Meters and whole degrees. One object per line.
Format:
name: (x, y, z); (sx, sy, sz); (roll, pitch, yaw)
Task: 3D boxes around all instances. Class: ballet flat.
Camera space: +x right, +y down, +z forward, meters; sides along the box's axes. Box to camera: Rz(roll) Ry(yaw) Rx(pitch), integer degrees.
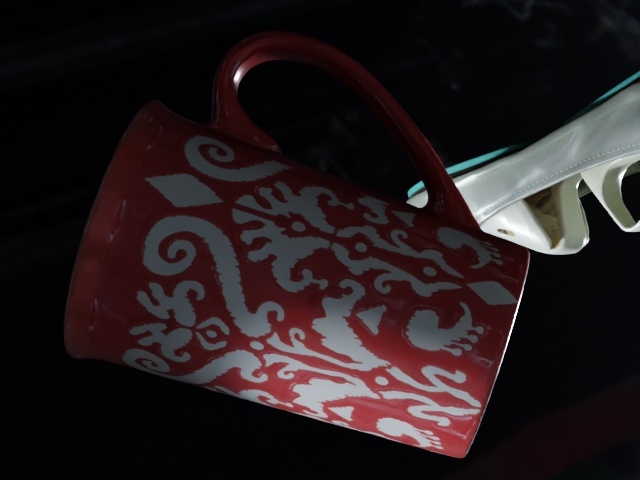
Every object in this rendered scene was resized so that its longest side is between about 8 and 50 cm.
ballet flat: (0.125, -0.029, 0.752); (0.072, 0.068, 0.213); (-5, -16, -46)

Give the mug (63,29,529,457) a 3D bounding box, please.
mug: (-0.002, 0.005, 0.635); (0.113, 0.169, 0.150); (-62, -10, -67)
